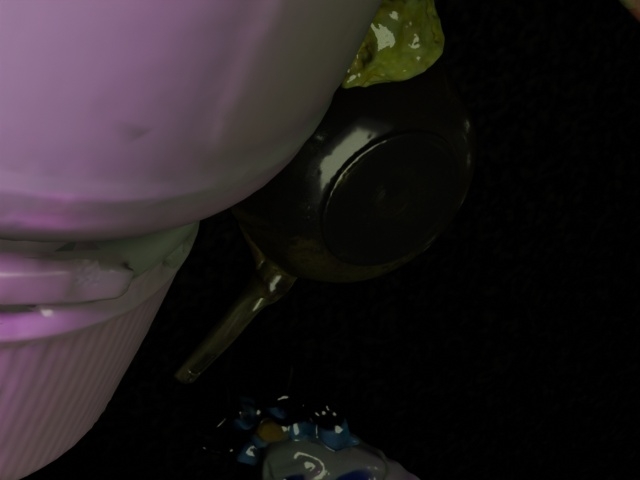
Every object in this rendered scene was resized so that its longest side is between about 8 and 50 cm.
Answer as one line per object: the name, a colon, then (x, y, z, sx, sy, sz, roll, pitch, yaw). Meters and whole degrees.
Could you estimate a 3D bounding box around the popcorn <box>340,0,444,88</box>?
popcorn: (0.027, -0.103, 0.742, 0.083, 0.068, 0.059, -56, 177, -38)

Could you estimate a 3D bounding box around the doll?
doll: (-0.001, 0.131, 0.907, 0.096, 0.070, 0.195, -16, 137, 19)

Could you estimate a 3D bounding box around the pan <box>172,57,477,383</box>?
pan: (0.014, 0.000, 0.820, 0.128, 0.048, 0.202, -2, 125, -32)

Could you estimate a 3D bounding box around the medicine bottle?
medicine bottle: (-0.111, -0.100, 0.511, 0.256, 0.256, 0.325, 1, 133, -35)

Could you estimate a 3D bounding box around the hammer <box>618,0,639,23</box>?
hammer: (0.099, -0.153, 0.729, 0.033, 0.111, 0.287, -39, 129, 21)
